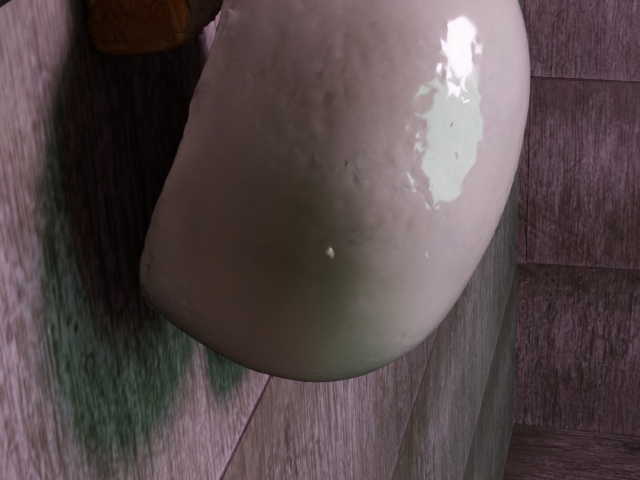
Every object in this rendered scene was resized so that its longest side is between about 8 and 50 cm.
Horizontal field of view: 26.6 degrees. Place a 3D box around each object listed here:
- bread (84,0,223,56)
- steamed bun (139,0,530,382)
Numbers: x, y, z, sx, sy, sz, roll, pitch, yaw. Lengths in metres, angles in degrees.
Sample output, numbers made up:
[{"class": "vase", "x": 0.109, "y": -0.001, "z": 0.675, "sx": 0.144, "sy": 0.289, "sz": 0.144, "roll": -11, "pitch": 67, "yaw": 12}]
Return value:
[{"class": "bread", "x": -0.098, "y": -0.154, "z": 0.813, "sx": 0.083, "sy": 0.070, "sz": 0.077, "roll": -64, "pitch": 154, "yaw": -50}, {"class": "steamed bun", "x": 0.020, "y": -0.062, "z": 0.877, "sx": 0.324, "sy": 0.206, "sz": 0.324, "roll": -161, "pitch": -90, "yaw": -88}]
